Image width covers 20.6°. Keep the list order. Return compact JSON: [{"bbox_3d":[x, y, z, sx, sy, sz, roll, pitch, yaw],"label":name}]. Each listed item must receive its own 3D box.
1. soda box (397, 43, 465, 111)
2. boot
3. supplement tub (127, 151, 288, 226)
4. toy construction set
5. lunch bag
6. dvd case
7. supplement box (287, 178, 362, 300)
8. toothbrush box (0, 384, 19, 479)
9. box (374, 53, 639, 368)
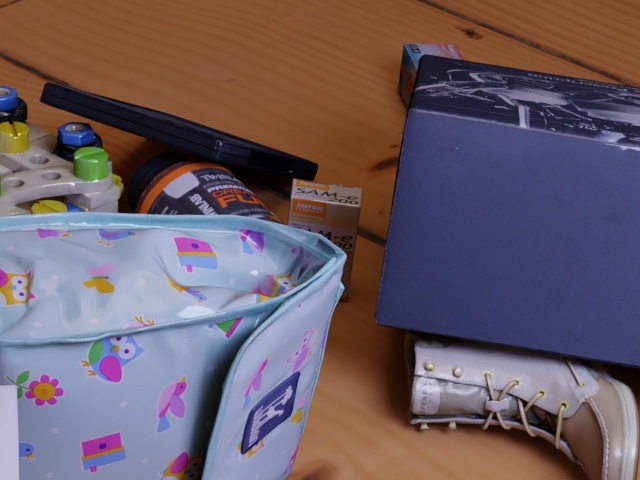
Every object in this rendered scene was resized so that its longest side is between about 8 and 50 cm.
[{"bbox_3d":[0.131,-0.141,1.831,0.063,0.058,0.183,0,31,-12],"label":"soda box"},{"bbox_3d":[0.152,0.129,1.368,0.165,0.077,0.213,3,24,-9],"label":"boot"},{"bbox_3d":[-0.092,-0.002,1.507,0.106,0.106,0.198,-13,37,-30],"label":"supplement tub"},{"bbox_3d":[-0.302,-0.056,1.530,0.327,0.151,0.215,38,41,24],"label":"toy construction set"},{"bbox_3d":[-0.117,0.099,1.220,0.262,0.223,0.160,-4,38,-21],"label":"lunch bag"},{"bbox_3d":[-0.124,-0.098,1.629,0.180,0.022,0.253,20,4,19],"label":"dvd case"},{"bbox_3d":[0.000,0.000,1.530,0.062,0.098,0.036,7,31,0],"label":"supplement box"},{"bbox_3d":[-0.216,0.245,0.898,0.122,0.283,0.206,0,31,-11],"label":"toothbrush box"},{"bbox_3d":[0.233,-0.026,1.473,0.343,0.179,0.312,9,15,2],"label":"box"}]
